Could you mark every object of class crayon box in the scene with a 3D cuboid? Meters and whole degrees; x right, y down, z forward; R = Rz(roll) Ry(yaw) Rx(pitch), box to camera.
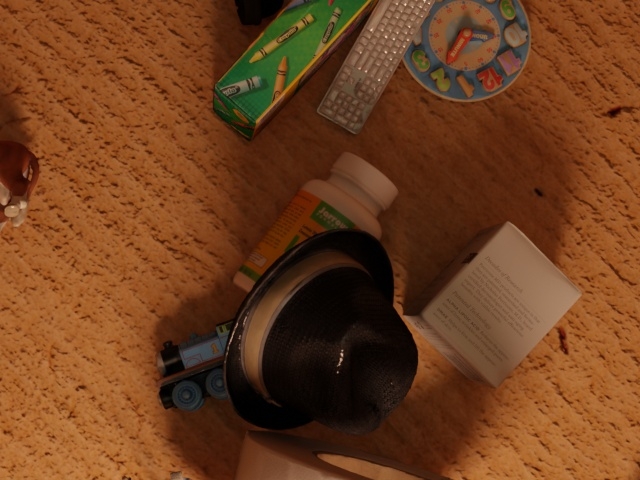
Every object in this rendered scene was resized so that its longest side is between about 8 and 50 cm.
[{"bbox_3d":[-0.032,-0.276,1.513,0.081,0.165,0.278,42,83,-2],"label":"crayon box"}]

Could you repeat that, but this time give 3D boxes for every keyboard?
[{"bbox_3d":[0.087,-0.284,1.580,0.072,0.014,0.256,30,94,-8],"label":"keyboard"}]

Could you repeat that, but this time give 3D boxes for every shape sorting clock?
[{"bbox_3d":[0.217,-0.309,1.605,0.206,0.040,0.206,0,86,-7],"label":"shape sorting clock"}]

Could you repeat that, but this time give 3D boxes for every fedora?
[{"bbox_3d":[0.030,0.149,1.410,0.152,0.334,0.334,34,82,35],"label":"fedora"}]

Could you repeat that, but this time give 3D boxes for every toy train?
[{"bbox_3d":[-0.151,0.176,1.520,0.184,0.080,0.105,-20,80,-5],"label":"toy train"}]

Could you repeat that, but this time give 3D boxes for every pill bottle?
[{"bbox_3d":[0.000,0.000,1.513,0.136,0.136,0.245,37,83,-3],"label":"pill bottle"}]

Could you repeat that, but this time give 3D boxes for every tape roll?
[{"bbox_3d":[0.078,0.332,1.377,0.392,0.392,0.072,15,85,-5],"label":"tape roll"}]

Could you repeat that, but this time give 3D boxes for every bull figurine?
[{"bbox_3d":[-0.540,-0.068,1.451,0.310,0.101,0.188,-10,47,-13],"label":"bull figurine"}]

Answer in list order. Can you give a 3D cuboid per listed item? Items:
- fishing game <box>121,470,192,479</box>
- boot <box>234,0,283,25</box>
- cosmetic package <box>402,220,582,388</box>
[{"bbox_3d":[-0.132,0.352,1.423,0.264,0.189,0.041,0,55,33],"label":"fishing game"},{"bbox_3d":[0.002,-0.479,1.546,0.260,0.131,0.348,2,86,-6],"label":"boot"},{"bbox_3d":[0.242,0.092,1.527,0.151,0.151,0.183,44,82,-2],"label":"cosmetic package"}]
